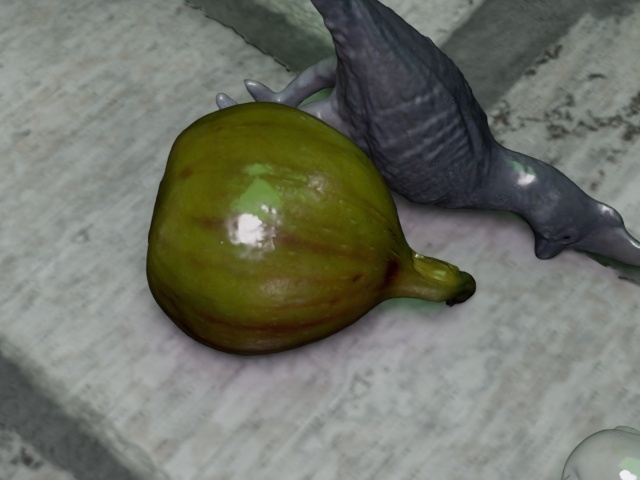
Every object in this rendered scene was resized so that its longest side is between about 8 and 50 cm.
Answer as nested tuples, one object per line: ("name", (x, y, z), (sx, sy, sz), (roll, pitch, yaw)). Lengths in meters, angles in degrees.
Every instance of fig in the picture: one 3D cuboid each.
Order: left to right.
("fig", (-0.011, 0.010, 0.953), (0.186, 0.148, 0.142), (24, 61, 10))

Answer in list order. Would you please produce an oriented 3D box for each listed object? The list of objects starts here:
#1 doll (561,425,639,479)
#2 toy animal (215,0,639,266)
("doll", (0.158, 0.184, 0.861), (0.110, 0.107, 0.181), (19, 51, 21))
("toy animal", (0.028, -0.088, 0.998), (0.205, 0.367, 0.081), (-10, 47, 42))
